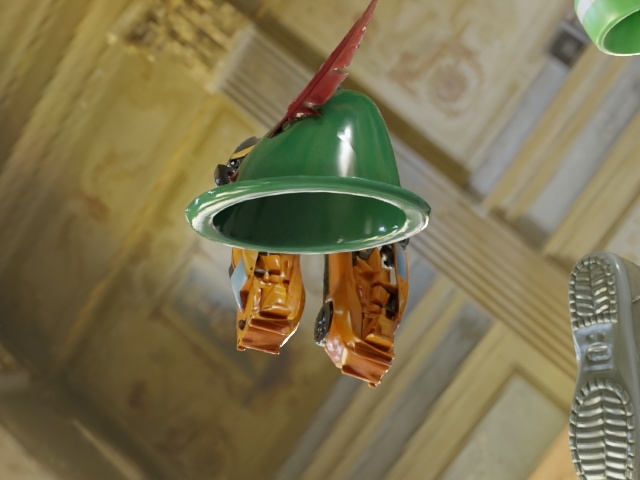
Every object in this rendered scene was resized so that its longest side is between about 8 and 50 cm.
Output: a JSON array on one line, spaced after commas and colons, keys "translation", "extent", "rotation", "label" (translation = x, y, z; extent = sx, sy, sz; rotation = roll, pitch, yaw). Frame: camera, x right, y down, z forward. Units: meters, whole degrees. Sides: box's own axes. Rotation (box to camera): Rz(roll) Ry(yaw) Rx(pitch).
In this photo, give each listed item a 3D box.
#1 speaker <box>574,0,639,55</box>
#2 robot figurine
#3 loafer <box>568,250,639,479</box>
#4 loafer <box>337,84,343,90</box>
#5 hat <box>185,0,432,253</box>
[{"translation": [0.245, -0.313, 1.429], "extent": [0.131, 0.296, 0.131], "rotation": [-13, -19, -5], "label": "speaker"}, {"translation": [0.000, 0.000, 1.607], "extent": [0.211, 0.291, 0.085], "rotation": [17, -47, -16], "label": "robot figurine"}, {"translation": [0.295, 0.135, 1.587], "extent": [0.087, 0.094, 0.251], "rotation": [0, -91, -35], "label": "loafer"}, {"translation": [0.006, -0.081, 1.764], "extent": [0.062, 0.061, 0.170], "rotation": [46, -137, -77], "label": "loafer"}, {"translation": [0.002, -0.101, 1.241], "extent": [0.173, 0.209, 0.183], "rotation": [28, -122, -58], "label": "hat"}]
